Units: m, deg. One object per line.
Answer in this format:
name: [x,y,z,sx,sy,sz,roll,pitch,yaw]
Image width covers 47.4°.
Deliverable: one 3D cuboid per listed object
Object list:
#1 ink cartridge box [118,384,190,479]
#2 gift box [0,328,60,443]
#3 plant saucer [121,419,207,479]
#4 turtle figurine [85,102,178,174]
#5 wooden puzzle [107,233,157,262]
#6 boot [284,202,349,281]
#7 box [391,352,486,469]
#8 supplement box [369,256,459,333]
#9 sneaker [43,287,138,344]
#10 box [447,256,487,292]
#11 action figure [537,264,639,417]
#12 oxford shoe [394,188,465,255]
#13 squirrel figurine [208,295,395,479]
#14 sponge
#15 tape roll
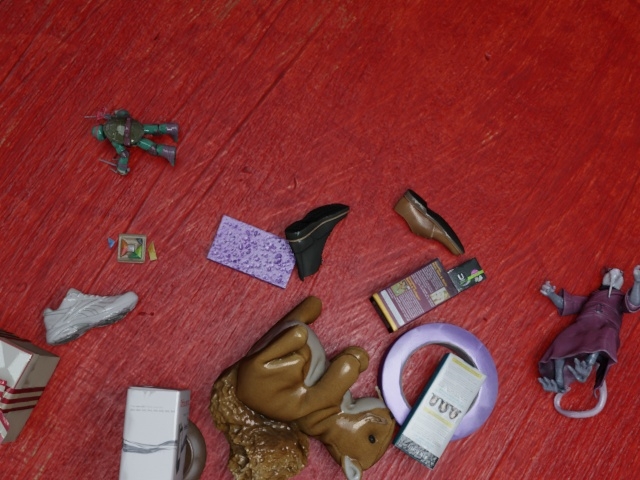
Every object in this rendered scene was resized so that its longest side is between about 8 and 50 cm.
ink cartridge box: [-0.358,0.456,1.579,0.115,0.198,0.272,4,80,-3]
gift box: [-0.748,0.324,1.587,0.255,0.258,0.276,21,78,1]
plant saucer: [-0.365,0.500,1.691,0.199,0.036,0.198,0,80,-3]
turtle figurine: [-0.471,-0.251,1.792,0.234,0.118,0.175,6,79,-8]
wooden puzzle: [-0.461,0.018,1.787,0.116,0.014,0.078,-4,79,-4]
boot: [0.000,0.000,1.800,0.198,0.077,0.137,-28,118,-32]
box: [0.268,0.383,1.649,0.100,0.060,0.244,33,79,3]
supplement box: [0.227,0.135,1.773,0.188,0.081,0.104,-29,82,-8]
sneaker: [-0.549,0.156,1.720,0.232,0.090,0.115,-22,78,-8]
box: [0.357,0.089,1.805,0.083,0.052,0.062,-27,82,-7]
action figure: [0.674,0.206,1.734,0.370,0.248,0.275,-50,121,-34]
oxford shoe: [0.273,-0.031,1.825,0.212,0.076,0.076,44,110,3]
squirrel figurine: [-0.039,0.392,1.650,0.397,0.281,0.370,-40,94,4]
sponge: [-0.164,0.029,1.795,0.210,0.031,0.117,21,78,0]
tape roll: [0.276,0.336,1.734,0.275,0.090,0.274,1,80,-3]
